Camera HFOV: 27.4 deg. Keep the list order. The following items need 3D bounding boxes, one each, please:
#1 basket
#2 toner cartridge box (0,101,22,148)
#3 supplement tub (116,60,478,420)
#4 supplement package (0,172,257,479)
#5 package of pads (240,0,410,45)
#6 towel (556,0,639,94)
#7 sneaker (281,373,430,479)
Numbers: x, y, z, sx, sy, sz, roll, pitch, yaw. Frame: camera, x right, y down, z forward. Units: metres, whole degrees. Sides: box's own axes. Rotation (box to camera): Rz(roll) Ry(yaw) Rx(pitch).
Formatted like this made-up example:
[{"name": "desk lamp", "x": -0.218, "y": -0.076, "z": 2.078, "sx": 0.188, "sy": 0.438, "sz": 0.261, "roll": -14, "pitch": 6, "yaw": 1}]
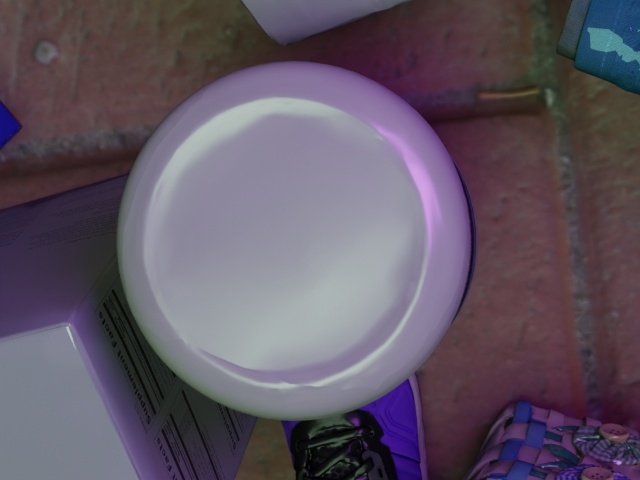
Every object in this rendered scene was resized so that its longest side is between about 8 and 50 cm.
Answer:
[{"name": "basket", "x": 0.219, "y": 0.255, "z": 0.919, "sx": 0.289, "sy": 0.255, "sz": 0.201, "roll": 30, "pitch": 114, "yaw": 8}, {"name": "toner cartridge box", "x": -0.408, "y": -0.042, "z": 0.984, "sx": 0.347, "sy": 0.075, "sz": 0.165, "roll": -33, "pitch": 105, "yaw": 21}, {"name": "supplement tub", "x": 0.000, "y": 0.000, "z": 0.802, "sx": 0.191, "sy": 0.272, "sz": 0.191, "roll": 0, "pitch": 90, "yaw": 8}, {"name": "supplement package", "x": -0.178, "y": 0.100, "z": 0.906, "sx": 0.199, "sy": 0.263, "sz": 0.198, "roll": -15, "pitch": 111, "yaw": 16}, {"name": "package of pads", "x": 0.002, "y": -0.253, "z": 0.709, "sx": 0.229, "sy": 0.101, "sz": 0.296, "roll": -16, "pitch": 138, "yaw": 24}, {"name": "towel", "x": 0.350, "y": -0.169, "z": 0.741, "sx": 0.370, "sy": 0.040, "sz": 0.272, "roll": 21, "pitch": 96, "yaw": 11}, {"name": "sneaker", "x": 0.030, "y": 0.188, "z": 0.978, "sx": 0.102, "sy": 0.146, "sz": 0.293, "roll": -12, "pitch": 112, "yaw": 14}]
